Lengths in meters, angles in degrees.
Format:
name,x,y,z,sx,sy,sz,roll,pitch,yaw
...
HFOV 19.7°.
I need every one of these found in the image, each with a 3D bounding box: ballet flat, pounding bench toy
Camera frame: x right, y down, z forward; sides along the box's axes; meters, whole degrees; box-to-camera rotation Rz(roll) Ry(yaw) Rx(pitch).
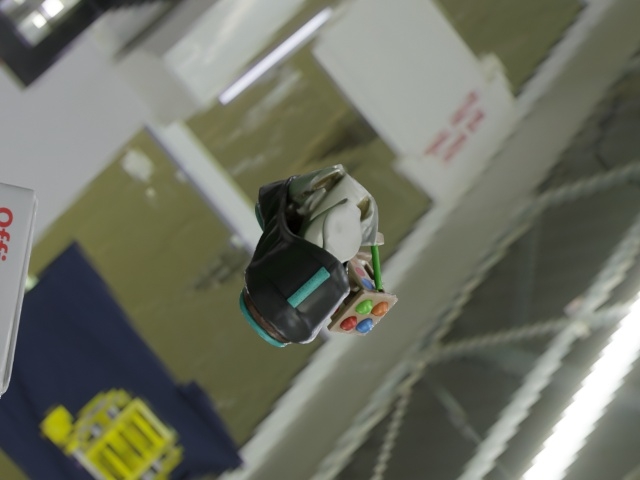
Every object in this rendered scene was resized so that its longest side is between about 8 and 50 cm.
name,x,y,z,sx,sy,sz,roll,pitch,yaw
ballet flat,0.000,0.000,1.477,0.096,0.095,0.280,-42,-165,16
pounding bench toy,0.038,0.039,1.677,0.083,0.052,0.065,-48,-125,25

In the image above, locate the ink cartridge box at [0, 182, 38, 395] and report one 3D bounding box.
name,x,y,z,sx,sy,sz,roll,pitch,yaw
ink cartridge box,-0.301,0.024,1.212,0.086,0.203,0.148,146,-46,-65
